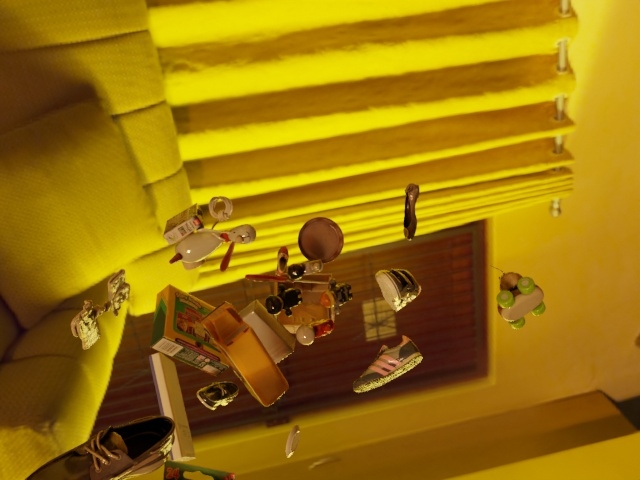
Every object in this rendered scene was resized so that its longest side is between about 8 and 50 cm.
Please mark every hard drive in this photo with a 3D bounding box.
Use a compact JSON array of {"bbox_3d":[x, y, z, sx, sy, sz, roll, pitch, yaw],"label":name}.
[{"bbox_3d":[-0.466,0.529,1.762,0.210,0.040,0.318,92,-20,-68],"label":"hard drive"}]

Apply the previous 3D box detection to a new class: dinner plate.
[{"bbox_3d":[-0.115,0.870,2.420,0.141,0.017,0.141,12,90,-70],"label":"dinner plate"}]

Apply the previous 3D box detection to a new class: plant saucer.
[{"bbox_3d":[0.000,0.000,2.002,0.029,0.168,0.168,169,-90,-81],"label":"plant saucer"}]

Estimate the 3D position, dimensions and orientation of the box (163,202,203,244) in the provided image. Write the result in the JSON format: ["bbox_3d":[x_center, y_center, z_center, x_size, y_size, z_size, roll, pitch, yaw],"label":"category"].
[{"bbox_3d":[-0.412,-0.054,1.685,0.036,0.114,0.207,60,-3,-18],"label":"box"}]

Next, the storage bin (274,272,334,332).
[{"bbox_3d":[-0.077,0.285,2.528,0.260,0.262,0.123,-93,-174,-46],"label":"storage bin"}]

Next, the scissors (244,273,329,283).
[{"bbox_3d":[-0.118,0.141,1.984,0.109,0.297,0.021,59,36,-74],"label":"scissors"}]

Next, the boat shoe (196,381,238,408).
[{"bbox_3d":[-0.458,0.683,2.510,0.114,0.091,0.302,48,1,12],"label":"boat shoe"}]

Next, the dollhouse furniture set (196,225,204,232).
[{"bbox_3d":[-0.443,0.001,2.088,0.081,0.091,0.114,14,-58,41],"label":"dollhouse furniture set"}]

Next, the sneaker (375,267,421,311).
[{"bbox_3d":[0.284,0.158,2.029,0.126,0.127,0.321,53,-3,21],"label":"sneaker"}]

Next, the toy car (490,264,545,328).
[{"bbox_3d":[0.606,0.157,1.795,0.155,0.149,0.188,51,6,-39],"label":"toy car"}]

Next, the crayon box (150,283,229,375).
[{"bbox_3d":[-0.587,0.410,2.566,0.363,0.106,0.313,35,27,-33],"label":"crayon box"}]

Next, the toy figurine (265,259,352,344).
[{"bbox_3d":[-0.036,0.172,1.633,0.213,0.148,0.209,43,-62,22],"label":"toy figurine"}]

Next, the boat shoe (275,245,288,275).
[{"bbox_3d":[-0.155,0.079,2.286,0.043,0.049,0.137,122,-19,-56],"label":"boat shoe"}]

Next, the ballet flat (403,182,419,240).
[{"bbox_3d":[0.383,-0.124,2.418,0.084,0.058,0.249,22,-71,61],"label":"ballet flat"}]

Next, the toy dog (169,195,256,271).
[{"bbox_3d":[-0.402,0.017,1.947,0.220,0.334,0.161,49,31,-10],"label":"toy dog"}]

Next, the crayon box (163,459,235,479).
[{"bbox_3d":[-0.320,0.700,1.309,0.081,0.202,0.318,31,63,-71],"label":"crayon box"}]

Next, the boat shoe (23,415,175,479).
[{"bbox_3d":[-0.465,0.460,1.199,0.132,0.355,0.130,39,-65,24],"label":"boat shoe"}]

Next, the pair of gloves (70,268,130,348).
[{"bbox_3d":[-0.708,0.219,1.803,0.240,0.042,0.204,-56,168,-33],"label":"pair of gloves"}]

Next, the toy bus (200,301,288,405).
[{"bbox_3d":[-0.230,0.348,1.712,0.130,0.108,0.332,21,-36,54],"label":"toy bus"}]

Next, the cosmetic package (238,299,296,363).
[{"bbox_3d":[-0.220,0.360,2.163,0.238,0.127,0.107,50,17,-15],"label":"cosmetic package"}]

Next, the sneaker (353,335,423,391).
[{"bbox_3d":[0.264,0.520,2.347,0.131,0.319,0.112,62,1,32],"label":"sneaker"}]
